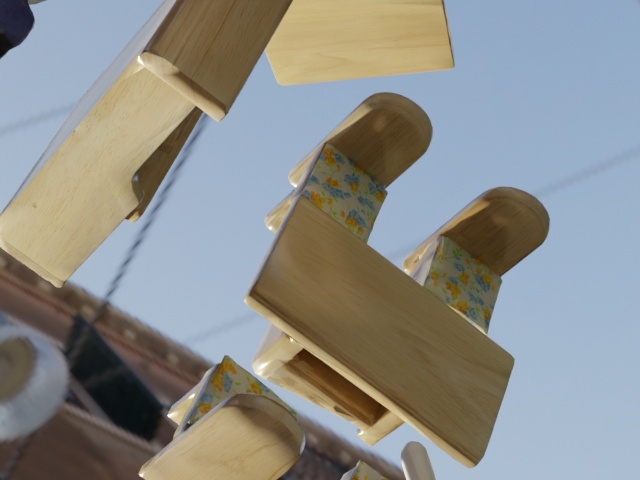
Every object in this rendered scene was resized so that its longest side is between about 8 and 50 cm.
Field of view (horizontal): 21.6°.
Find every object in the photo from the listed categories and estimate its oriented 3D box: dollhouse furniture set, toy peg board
[{"bbox_3d":[0.000,0.000,1.238,0.394,0.362,0.256,37,-46,-12],"label":"dollhouse furniture set"},{"bbox_3d":[0.027,-0.212,1.449,0.161,0.079,0.160,-5,-23,8],"label":"toy peg board"}]

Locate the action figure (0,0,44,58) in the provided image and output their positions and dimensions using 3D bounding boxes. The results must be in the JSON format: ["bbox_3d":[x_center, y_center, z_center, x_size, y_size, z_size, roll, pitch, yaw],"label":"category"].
[{"bbox_3d":[-0.215,-0.020,0.462,0.330,0.178,0.341,49,-127,-18],"label":"action figure"}]

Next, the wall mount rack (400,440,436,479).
[{"bbox_3d":[-0.001,0.304,1.027,0.350,0.304,0.130,-29,-62,27],"label":"wall mount rack"}]
